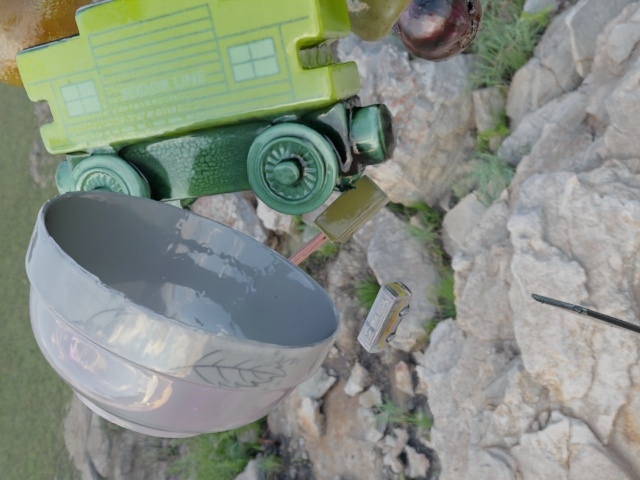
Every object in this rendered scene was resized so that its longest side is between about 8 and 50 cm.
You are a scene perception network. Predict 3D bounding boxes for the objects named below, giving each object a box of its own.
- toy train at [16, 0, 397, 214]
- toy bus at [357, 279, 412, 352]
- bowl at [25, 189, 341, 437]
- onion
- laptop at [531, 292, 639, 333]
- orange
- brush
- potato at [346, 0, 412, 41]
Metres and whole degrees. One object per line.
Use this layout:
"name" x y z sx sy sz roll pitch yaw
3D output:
"toy train" -0.138 -0.157 0.674 0.442 0.179 0.272 -6 107 19
"toy bus" 0.135 0.165 1.227 0.057 0.072 0.172 48 132 36
"bowl" -0.137 0.077 0.545 0.287 0.287 0.144 41 109 52
"onion" 0.286 -0.559 1.449 0.221 0.280 0.281 -63 35 29
"laptop" 0.452 0.125 0.945 0.129 0.180 0.016 -165 94 -77
"orange" -0.516 -0.385 1.047 0.236 0.236 0.236 -26 55 45
"brush" 0.000 0.000 0.857 0.233 0.103 0.047 -43 82 7
"potato" 0.072 -0.370 0.778 0.194 0.157 0.157 90 164 -46
